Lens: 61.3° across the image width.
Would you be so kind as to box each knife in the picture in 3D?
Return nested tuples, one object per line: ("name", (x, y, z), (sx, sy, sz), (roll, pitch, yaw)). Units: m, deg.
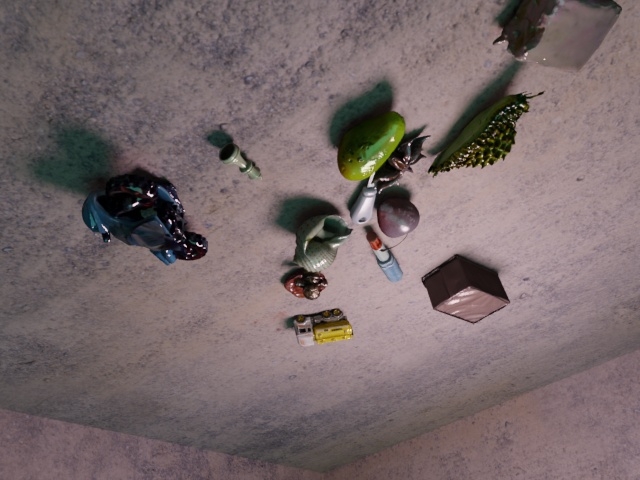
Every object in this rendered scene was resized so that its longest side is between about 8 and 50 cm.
("knife", (0.162, -0.173, 1.567), (0.080, 0.044, 0.331), (-2, 137, -22))

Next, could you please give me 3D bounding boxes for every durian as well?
("durian", (0.442, -0.273, 1.429), (0.106, 0.132, 0.375), (31, 133, -24))

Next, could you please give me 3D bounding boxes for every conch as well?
("conch", (-0.008, 0.000, 1.666), (0.200, 0.131, 0.172), (-41, 121, -23))

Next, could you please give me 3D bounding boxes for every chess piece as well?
("chess piece", (-0.203, -0.199, 1.438), (0.059, 0.059, 0.149), (-26, 144, 19))

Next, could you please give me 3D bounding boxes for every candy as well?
("candy", (0.521, -0.473, 1.188), (0.195, 0.137, 0.185), (4, 140, -20))

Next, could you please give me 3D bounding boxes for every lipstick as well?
("lipstick", (0.214, 0.055, 1.829), (0.061, 0.068, 0.274), (-23, 141, 12))

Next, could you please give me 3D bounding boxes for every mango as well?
("mango", (0.126, -0.251, 1.399), (0.125, 0.111, 0.233), (11, 138, -33))

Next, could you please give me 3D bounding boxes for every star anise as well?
("star anise", (0.209, -0.211, 1.477), (0.180, 0.061, 0.204), (-23, 155, -46))

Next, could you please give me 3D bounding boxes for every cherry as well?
("cherry", (0.209, -0.056, 1.658), (0.188, 0.115, 0.148), (-29, 157, 30))

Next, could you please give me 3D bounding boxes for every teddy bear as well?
("teddy bear", (-0.031, 0.120, 1.824), (0.119, 0.161, 0.078), (7, 176, -16))

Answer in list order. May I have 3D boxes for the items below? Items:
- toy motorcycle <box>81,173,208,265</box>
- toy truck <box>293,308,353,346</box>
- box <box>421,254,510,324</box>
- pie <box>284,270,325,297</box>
("toy motorcycle", (-0.487, -0.047, 1.494), (0.232, 0.172, 0.416), (-12, 151, 12))
("toy truck", (0.010, 0.347, 2.111), (0.226, 0.114, 0.098), (-9, 142, -1))
("box", (0.539, 0.188, 2.002), (0.252, 0.153, 0.188), (24, 130, -34))
("pie", (-0.053, 0.153, 1.921), (0.153, 0.038, 0.154), (-5, 139, -4))
